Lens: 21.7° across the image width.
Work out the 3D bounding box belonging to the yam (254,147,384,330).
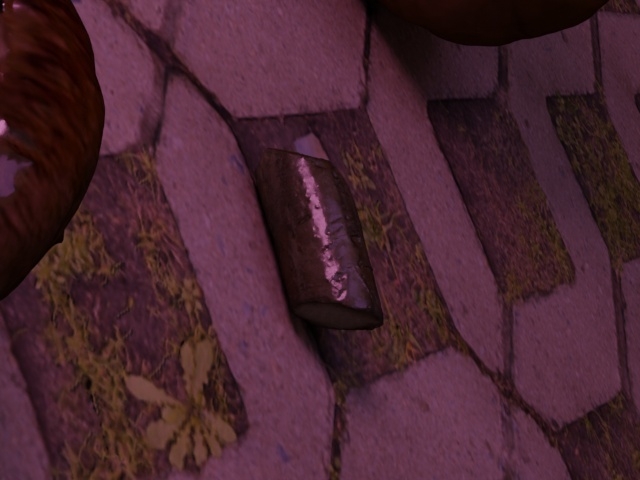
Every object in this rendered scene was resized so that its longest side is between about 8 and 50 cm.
[{"bbox_3d":[0.000,0.000,1.210,0.069,0.069,0.146,19,51,-53],"label":"yam"}]

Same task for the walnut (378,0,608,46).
[{"bbox_3d":[0.154,-0.373,1.537,0.354,0.308,0.398,85,-3,-46],"label":"walnut"}]

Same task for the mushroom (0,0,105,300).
[{"bbox_3d":[-0.231,-0.071,0.739,0.263,0.195,0.283,-22,79,-26],"label":"mushroom"}]
